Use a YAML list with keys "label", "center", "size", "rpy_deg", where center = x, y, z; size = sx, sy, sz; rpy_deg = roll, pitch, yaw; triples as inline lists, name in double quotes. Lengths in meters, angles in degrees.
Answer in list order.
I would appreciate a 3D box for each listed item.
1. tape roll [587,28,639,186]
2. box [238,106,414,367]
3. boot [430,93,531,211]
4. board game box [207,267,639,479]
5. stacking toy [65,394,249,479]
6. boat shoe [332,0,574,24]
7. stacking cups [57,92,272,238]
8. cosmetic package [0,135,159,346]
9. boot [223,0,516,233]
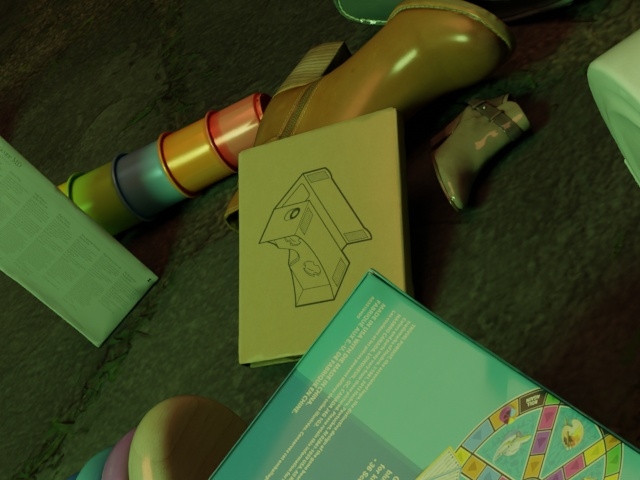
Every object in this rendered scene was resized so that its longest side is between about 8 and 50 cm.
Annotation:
- label: "tape roll"
  center: [0.246, 0.004, 0.487]
  size: [0.100, 0.286, 0.286]
  rpy_deg: [-35, 36, 11]
- label: "box"
  center: [0.000, 0.000, 0.875]
  size: [0.164, 0.021, 0.201]
  rpy_deg: [-12, 69, 29]
- label: "boot"
  center: [0.141, -0.082, 0.886]
  size: [0.087, 0.042, 0.118]
  rpy_deg: [-28, 38, 16]
- label: "board game box"
  center: [0.078, 0.204, 0.509]
  size: [0.336, 0.079, 0.254]
  rpy_deg: [34, 83, 37]
- label: "stacking toy"
  center: [-0.189, 0.248, 0.783]
  size: [0.330, 0.141, 0.141]
  rpy_deg: [-33, 36, 25]
- label: "boat shoe"
  center: [0.132, -0.261, 1.019]
  size: [0.319, 0.116, 0.099]
  rpy_deg: [-3, 47, 36]
- label: "stacking cups"
  center: [-0.181, -0.075, 1.153]
  size: [0.316, 0.096, 0.096]
  rpy_deg: [-25, 39, 18]
- label: "cosmetic package"
  center: [-0.281, -0.003, 1.034]
  size: [0.099, 0.239, 0.060]
  rpy_deg: [-49, 35, -9]
- label: "boot"
  center: [0.034, -0.104, 0.950]
  size: [0.283, 0.109, 0.220]
  rpy_deg: [-1, 53, 44]
